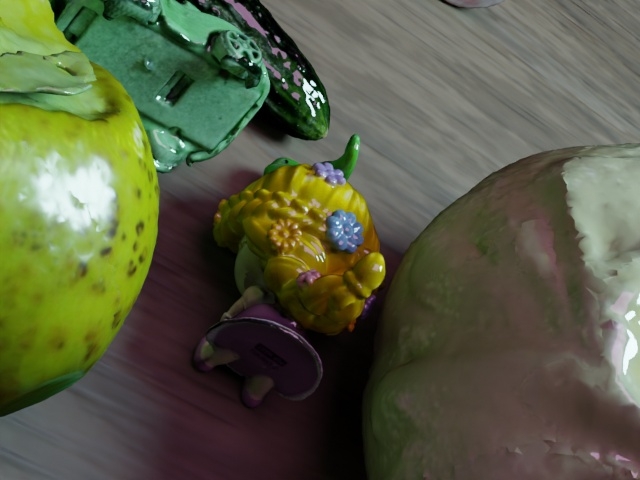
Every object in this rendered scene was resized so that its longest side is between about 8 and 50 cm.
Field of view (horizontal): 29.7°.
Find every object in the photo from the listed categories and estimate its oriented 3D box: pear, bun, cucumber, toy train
[{"bbox_3d":[-0.192,-0.043,0.470,0.238,0.164,0.255,-20,78,-48],"label":"pear"},{"bbox_3d":[0.198,0.098,0.622,0.365,0.219,0.365,10,63,-20],"label":"bun"},{"bbox_3d":[-0.070,-0.140,0.717,0.214,0.052,0.058,43,63,-11],"label":"cucumber"},{"bbox_3d":[-0.103,-0.103,0.638,0.149,0.099,0.081,22,35,-32],"label":"toy train"}]

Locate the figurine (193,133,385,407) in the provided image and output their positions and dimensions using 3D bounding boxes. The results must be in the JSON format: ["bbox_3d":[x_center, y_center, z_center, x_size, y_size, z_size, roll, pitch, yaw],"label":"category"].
[{"bbox_3d":[0.000,0.000,0.641,0.095,0.115,0.156,46,40,-23],"label":"figurine"}]

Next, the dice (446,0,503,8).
[{"bbox_3d":[0.116,-0.239,0.911,0.093,0.091,0.094,23,49,-28],"label":"dice"}]
